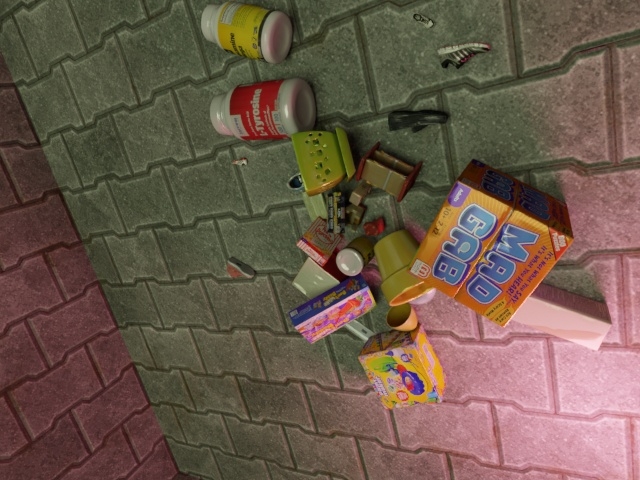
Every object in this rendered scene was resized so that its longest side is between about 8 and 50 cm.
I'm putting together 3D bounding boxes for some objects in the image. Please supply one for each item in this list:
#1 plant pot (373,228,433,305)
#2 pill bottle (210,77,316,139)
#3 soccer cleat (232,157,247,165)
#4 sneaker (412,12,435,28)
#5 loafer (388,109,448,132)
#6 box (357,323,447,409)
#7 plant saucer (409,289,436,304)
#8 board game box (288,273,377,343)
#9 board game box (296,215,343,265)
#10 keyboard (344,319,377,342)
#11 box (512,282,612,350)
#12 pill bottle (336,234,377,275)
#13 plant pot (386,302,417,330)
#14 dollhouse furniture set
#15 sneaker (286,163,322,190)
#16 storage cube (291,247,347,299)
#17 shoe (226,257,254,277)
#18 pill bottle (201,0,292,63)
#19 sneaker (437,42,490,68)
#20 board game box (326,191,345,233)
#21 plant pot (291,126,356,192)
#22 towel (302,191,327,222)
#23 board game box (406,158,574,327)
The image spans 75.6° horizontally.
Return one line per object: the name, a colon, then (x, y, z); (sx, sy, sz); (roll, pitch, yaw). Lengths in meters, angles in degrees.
plant pot: (0.334, 0.097, 1.636); (0.254, 0.253, 0.239); (-40, 64, 35)
pill bottle: (-0.242, -0.530, 1.697); (0.407, 0.229, 0.229); (4, 113, 27)
soccer cleat: (-0.385, -0.370, 1.963); (0.083, 0.029, 0.036); (-8, 102, 26)
sneaker: (0.348, -0.745, 1.400); (0.083, 0.037, 0.032); (31, 120, 12)
loafer: (0.354, -0.434, 1.509); (0.223, 0.076, 0.079); (9, 120, 31)
box: (0.371, 0.570, 1.853); (0.279, 0.177, 0.290); (-23, 98, 31)
plant saucer: (0.396, 0.198, 1.774); (0.194, 0.037, 0.195); (11, 116, 24)
board game box: (0.062, 0.300, 1.792); (0.346, 0.233, 0.078); (-30, 55, 1)
board game box: (0.000, 0.000, 1.795); (0.146, 0.194, 0.045); (39, 133, -4)
keyboard: (0.208, 0.447, 1.998); (0.255, 0.014, 0.072); (34, 117, 12)
box: (0.846, 0.253, 1.488); (0.310, 0.148, 0.121); (20, 119, 22)
pill bottle: (0.160, 0.055, 1.737); (0.119, 0.208, 0.119); (11, 116, 25)
plant pot: (0.370, 0.345, 1.809); (0.134, 0.134, 0.095); (-29, 123, 34)
dollhouse furniture set: (0.235, -0.179, 1.661); (0.201, 0.152, 0.374); (31, 139, 14)
sneaker: (-0.048, -0.279, 1.784); (0.237, 0.086, 0.085); (-27, 95, 33)
storage cube: (0.017, 0.155, 1.868); (0.183, 0.193, 0.215); (39, 123, 9)
shoe: (-0.427, 0.166, 2.196); (0.177, 0.063, 0.081); (30, 123, 21)
pill bottle: (-0.294, -0.825, 1.625); (0.333, 0.188, 0.188); (22, 120, 19)
sneaker: (0.475, -0.612, 1.373); (0.170, 0.063, 0.075); (5, 113, 32)
board game box: (0.063, -0.115, 1.738); (0.048, 0.141, 0.171); (-1, 95, -12)
plant pot: (0.018, -0.310, 1.614); (0.206, 0.227, 0.229); (-14, 91, 2)
towel: (-0.021, -0.159, 1.855); (0.109, 0.027, 0.148); (-14, 103, 33)
board game box: (0.565, -0.011, 1.398); (0.356, 0.356, 0.357); (30, 122, 14)
